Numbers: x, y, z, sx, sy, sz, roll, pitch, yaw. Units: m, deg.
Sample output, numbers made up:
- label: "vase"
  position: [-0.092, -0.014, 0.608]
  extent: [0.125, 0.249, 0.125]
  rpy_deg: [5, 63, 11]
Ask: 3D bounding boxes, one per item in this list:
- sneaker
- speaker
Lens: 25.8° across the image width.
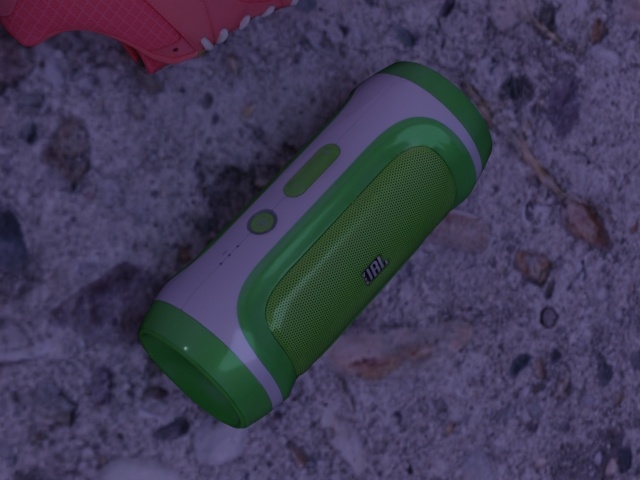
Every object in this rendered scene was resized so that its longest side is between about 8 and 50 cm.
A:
- label: "sneaker"
  position: [-0.092, -0.187, 1.014]
  extent: [0.313, 0.116, 0.136]
  rpy_deg: [1, 105, -25]
- label: "speaker"
  position: [0.000, 0.000, 1.067]
  extent: [0.296, 0.131, 0.131]
  rpy_deg: [-47, 117, -19]
